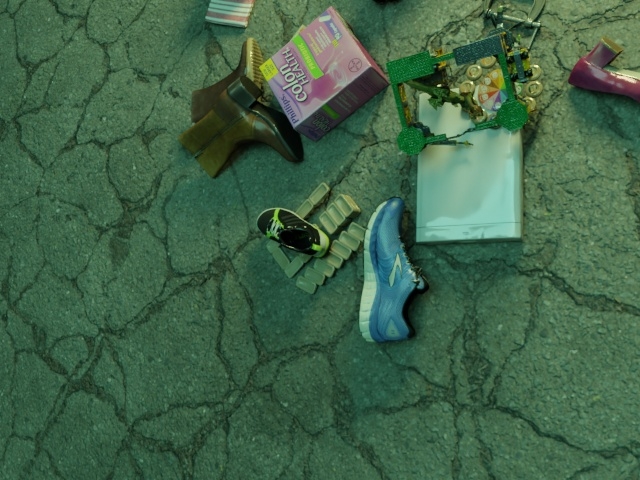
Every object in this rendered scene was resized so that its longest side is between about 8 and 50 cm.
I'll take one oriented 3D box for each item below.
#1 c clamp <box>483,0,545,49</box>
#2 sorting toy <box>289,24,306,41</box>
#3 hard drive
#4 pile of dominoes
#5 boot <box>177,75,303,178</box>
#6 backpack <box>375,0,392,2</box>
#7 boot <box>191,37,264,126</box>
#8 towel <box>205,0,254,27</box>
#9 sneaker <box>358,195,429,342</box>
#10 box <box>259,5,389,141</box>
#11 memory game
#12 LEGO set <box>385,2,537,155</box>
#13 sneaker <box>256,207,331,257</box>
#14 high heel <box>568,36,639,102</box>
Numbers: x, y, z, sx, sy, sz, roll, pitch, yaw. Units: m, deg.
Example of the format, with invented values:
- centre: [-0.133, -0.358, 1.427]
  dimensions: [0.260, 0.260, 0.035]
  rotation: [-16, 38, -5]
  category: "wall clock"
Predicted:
- centre: [0.437, -0.523, 1.593]
  dimensions: [0.161, 0.022, 0.137]
  rotation: [32, 96, 29]
  category: "c clamp"
- centre: [-0.040, -0.549, 1.861]
  dimensions: [0.062, 0.012, 0.083]
  rotation: [44, 102, 28]
  category: "sorting toy"
- centre: [0.332, -0.171, 1.565]
  dimensions: [0.233, 0.047, 0.353]
  rotation: [-3, 78, 28]
  category: "hard drive"
- centre: [0.000, 0.000, 1.728]
  dimensions: [0.251, 0.040, 0.196]
  rotation: [-47, 63, 22]
  category: "pile of dominoes"
- centre: [-0.213, -0.246, 1.833]
  dimensions: [0.264, 0.096, 0.280]
  rotation: [45, 122, -11]
  category: "boot"
- centre: [0.155, -0.648, 1.715]
  dimensions: [0.098, 0.120, 0.101]
  rotation: [11, 76, 32]
  category: "backpack"
- centre: [-0.260, -0.419, 1.899]
  dimensions: [0.207, 0.090, 0.248]
  rotation: [-2, 85, 20]
  category: "boot"
- centre: [-0.238, -0.704, 1.992]
  dimensions: [0.144, 0.029, 0.197]
  rotation: [18, 89, 27]
  category: "towel"
- centre: [0.175, 0.066, 1.572]
  dimensions: [0.147, 0.130, 0.330]
  rotation: [2, 88, 19]
  category: "sneaker"
- centre: [0.006, -0.412, 1.748]
  dimensions: [0.243, 0.117, 0.213]
  rotation: [-36, 65, 18]
  category: "box"
- centre: [0.392, -0.333, 1.531]
  dimensions: [0.186, 0.012, 0.186]
  rotation: [-6, 77, 27]
  category: "memory game"
- centre: [0.302, -0.327, 1.504]
  dimensions: [0.331, 0.192, 0.255]
  rotation: [-20, 100, 28]
  category: "LEGO set"
- centre: [-0.077, -0.026, 1.698]
  dimensions: [0.235, 0.097, 0.084]
  rotation: [21, 97, 33]
  category: "sneaker"
- centre: [0.624, -0.296, 1.433]
  dimensions: [0.244, 0.082, 0.117]
  rotation: [46, 135, 14]
  category: "high heel"
